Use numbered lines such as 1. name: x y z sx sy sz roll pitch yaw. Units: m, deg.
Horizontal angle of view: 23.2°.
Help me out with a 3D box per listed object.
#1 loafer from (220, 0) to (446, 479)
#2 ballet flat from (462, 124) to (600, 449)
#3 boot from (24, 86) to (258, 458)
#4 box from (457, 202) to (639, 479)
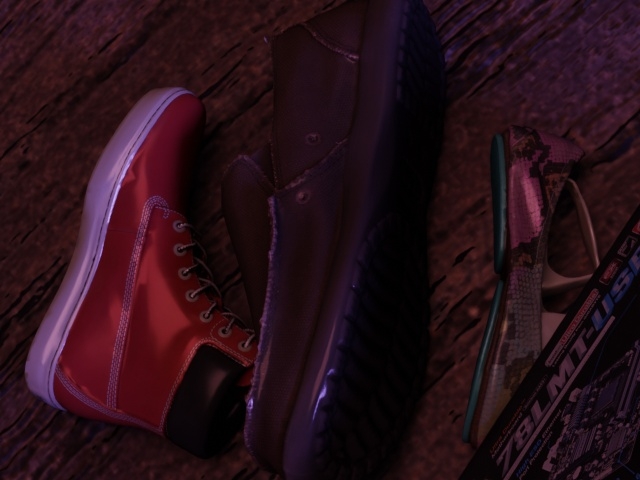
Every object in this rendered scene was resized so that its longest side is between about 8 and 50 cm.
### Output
1. loafer: 0.000 0.000 1.042 0.130 0.134 0.366 -3 58 24
2. ballet flat: 0.140 0.030 1.003 0.079 0.077 0.221 7 70 3
3. boot: -0.085 0.021 1.083 0.176 0.088 0.244 15 82 25
4. box: 0.184 0.112 0.820 0.073 0.293 0.295 33 91 -13
